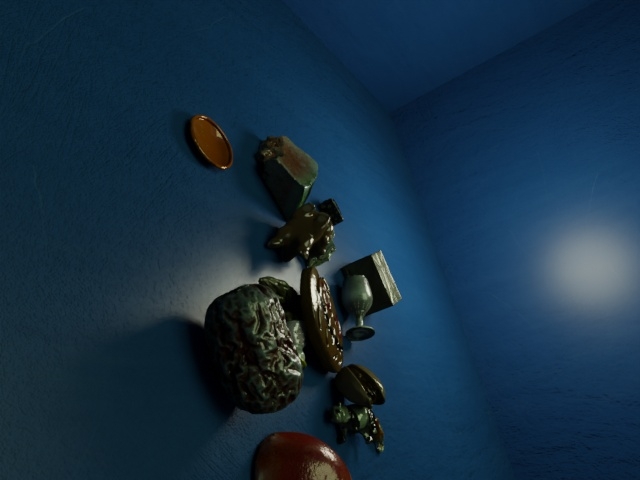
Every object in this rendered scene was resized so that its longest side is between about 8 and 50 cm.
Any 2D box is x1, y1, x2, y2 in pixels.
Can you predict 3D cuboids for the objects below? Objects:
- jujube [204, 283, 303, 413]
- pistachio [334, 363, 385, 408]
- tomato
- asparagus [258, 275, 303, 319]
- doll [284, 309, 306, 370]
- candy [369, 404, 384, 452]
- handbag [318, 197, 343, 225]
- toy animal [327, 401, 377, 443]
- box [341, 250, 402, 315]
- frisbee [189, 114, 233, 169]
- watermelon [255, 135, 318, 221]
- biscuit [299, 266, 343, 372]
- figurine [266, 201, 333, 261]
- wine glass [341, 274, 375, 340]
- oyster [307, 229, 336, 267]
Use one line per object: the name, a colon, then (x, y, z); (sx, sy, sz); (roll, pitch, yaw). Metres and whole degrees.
jujube: (-0.166, 0.263, 1.334); (0.226, 0.226, 0.317); (-27, 100, -66)
pistachio: (0.130, 0.486, 1.789); (0.206, 0.129, 0.131); (29, -42, 56)
tomato: (-0.016, 0.612, 1.365); (0.309, 0.170, 0.309); (47, 30, -39)
asparagus: (-0.107, 0.178, 1.710); (0.287, 0.080, 0.080); (39, 35, -44)
doll: (-0.080, 0.312, 1.629); (0.129, 0.081, 0.207); (46, 33, -48)
candy: (0.192, 0.659, 1.904); (0.182, 0.046, 0.053); (66, 25, -3)
handbag: (0.050, -0.130, 2.349); (0.115, 0.072, 0.139); (59, 11, -9)
toy animal: (0.105, 0.583, 1.742); (0.225, 0.094, 0.121); (22, 36, -44)
box: (0.216, 0.182, 2.277); (0.231, 0.149, 0.155); (67, 23, 4)
frisbee: (-0.350, -0.307, 1.710); (0.192, 0.035, 0.192); (47, 29, -36)
watermelon: (-0.106, -0.246, 2.014); (0.302, 0.151, 0.264); (56, 26, -21)
biscuit: (0.014, 0.251, 1.788); (0.314, 0.063, 0.367); (-87, 160, -50)
figurine: (-0.056, -0.004, 1.887); (0.173, 0.177, 0.247); (92, 20, -52)
wine glass: (0.144, 0.258, 2.092); (0.126, 0.126, 0.241); (40, 36, -45)
oyster: (0.002, -0.002, 2.087); (0.199, 0.087, 0.252); (14, 47, -49)
